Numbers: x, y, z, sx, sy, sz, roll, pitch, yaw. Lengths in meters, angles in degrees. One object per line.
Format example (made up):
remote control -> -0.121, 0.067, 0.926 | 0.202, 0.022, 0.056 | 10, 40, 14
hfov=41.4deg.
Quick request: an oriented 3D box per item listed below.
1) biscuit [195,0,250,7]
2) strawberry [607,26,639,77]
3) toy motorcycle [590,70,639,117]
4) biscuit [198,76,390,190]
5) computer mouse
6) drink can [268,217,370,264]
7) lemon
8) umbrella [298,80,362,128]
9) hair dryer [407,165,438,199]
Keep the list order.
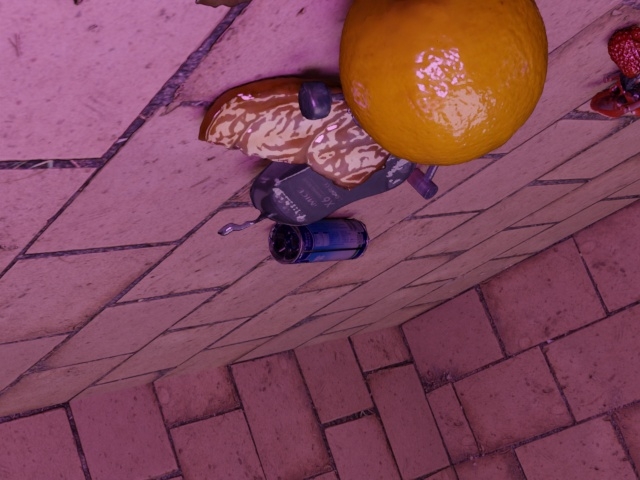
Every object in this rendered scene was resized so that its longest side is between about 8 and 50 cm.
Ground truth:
biscuit -> -0.007, -0.314, 0.787 | 0.187, 0.036, 0.273 | -10, 162, -35
strawberry -> 0.522, -0.316, 1.424 | 0.073, 0.083, 0.073 | -22, 175, -2
toy motorcycle -> 0.661, -0.298, 1.657 | 0.298, 0.089, 0.171 | -7, 161, -41
biscuit -> -0.016, -0.160, 1.193 | 0.299, 0.045, 0.154 | 16, 123, -38
computer mouse -> -0.010, -0.111, 1.372 | 0.379, 0.090, 0.167 | -27, 139, 11
drink can -> 0.000, 0.000, 1.818 | 0.097, 0.097, 0.235 | -32, 163, 36
lemon -> 0.132, -0.219, 0.954 | 0.240, 0.240, 0.219 | -22, 140, 5
umbrella -> 0.127, -0.213, 1.159 | 0.348, 0.143, 0.094 | -14, -177, -23
hair dryer -> 0.220, -0.144, 1.704 | 0.037, 0.063, 0.114 | -16, 143, -39
